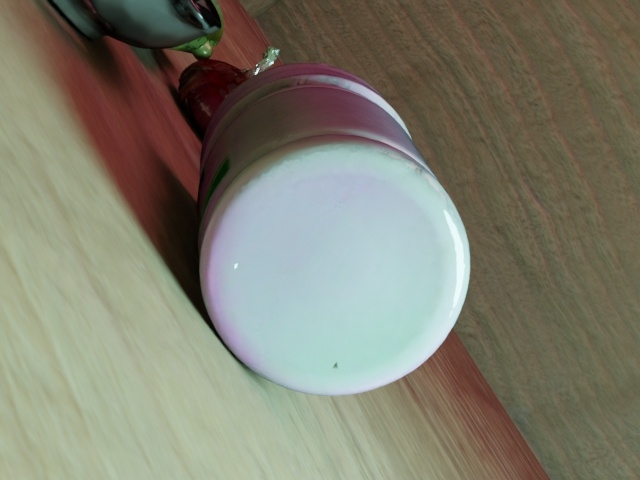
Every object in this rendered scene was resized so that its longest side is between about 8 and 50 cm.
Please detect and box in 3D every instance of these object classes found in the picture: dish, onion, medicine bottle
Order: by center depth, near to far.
[{"bbox_3d":[-0.002,-0.024,1.136,0.212,0.212,0.325,53,7,-19],"label":"medicine bottle"},{"bbox_3d":[-0.221,-0.289,1.302,0.303,0.120,0.303,54,6,-8],"label":"dish"},{"bbox_3d":[-0.092,-0.178,1.610,0.150,0.140,0.150,44,18,-19],"label":"onion"}]

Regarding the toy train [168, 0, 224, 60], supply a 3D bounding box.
[{"bbox_3d":[-0.184,-0.318,1.639,0.189,0.126,0.307,44,5,-4],"label":"toy train"}]
